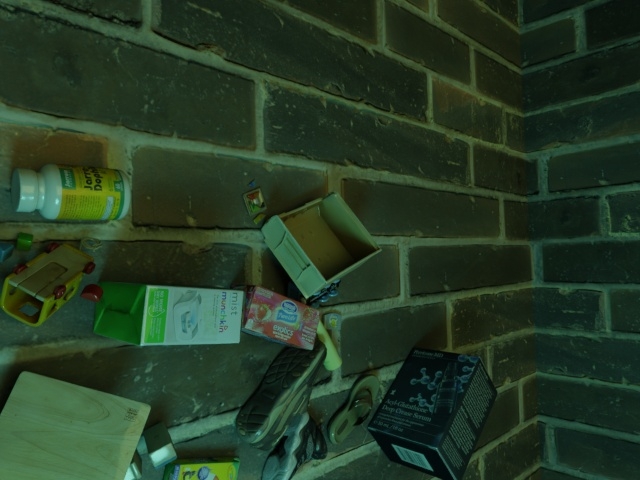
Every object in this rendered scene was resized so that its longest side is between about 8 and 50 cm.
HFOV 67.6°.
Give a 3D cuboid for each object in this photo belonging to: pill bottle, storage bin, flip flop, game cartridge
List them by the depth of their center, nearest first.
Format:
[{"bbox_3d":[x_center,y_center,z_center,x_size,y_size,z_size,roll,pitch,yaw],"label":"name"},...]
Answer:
[{"bbox_3d":[-0.527,-0.102,1.015,0.208,0.118,0.117,-1,88,-44],"label":"pill bottle"},{"bbox_3d":[0.000,0.000,1.450,0.262,0.123,0.260,-27,76,-42],"label":"storage bin"},{"bbox_3d":[0.039,0.271,1.605,0.083,0.017,0.055,10,77,-43],"label":"game cartridge"},{"bbox_3d":[0.127,0.575,1.622,0.277,0.080,0.112,-41,114,-38],"label":"flip flop"}]

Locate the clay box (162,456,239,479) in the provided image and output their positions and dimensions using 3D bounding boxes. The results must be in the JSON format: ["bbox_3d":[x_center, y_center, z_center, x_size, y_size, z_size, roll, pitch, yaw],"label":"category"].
[{"bbox_3d":[-0.297,0.631,1.228,0.222,0.053,0.127,20,74,-41],"label":"clay box"}]

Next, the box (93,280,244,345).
[{"bbox_3d":[-0.342,0.157,1.076,0.231,0.262,0.126,11,80,-44],"label":"box"}]

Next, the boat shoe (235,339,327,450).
[{"bbox_3d":[-0.098,0.447,1.400,0.355,0.132,0.130,-47,128,-26],"label":"boat shoe"}]

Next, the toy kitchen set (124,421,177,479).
[{"bbox_3d":[-0.422,0.557,1.096,0.207,0.122,0.166,-22,104,-22],"label":"toy kitchen set"}]

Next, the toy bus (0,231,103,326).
[{"bbox_3d":[-0.552,0.085,0.986,0.202,0.191,0.104,5,127,-43],"label":"toy bus"}]

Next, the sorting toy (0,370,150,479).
[{"bbox_3d":[-0.515,0.423,0.958,0.257,0.089,0.255,22,69,-15],"label":"sorting toy"}]

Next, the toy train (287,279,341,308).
[{"bbox_3d":[-0.017,0.144,1.496,0.184,0.105,0.080,-28,134,-46],"label":"toy train"}]

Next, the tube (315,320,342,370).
[{"bbox_3d":[-0.003,0.306,1.522,0.062,0.070,0.240,-71,142,-59],"label":"tube"}]

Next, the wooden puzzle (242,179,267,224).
[{"bbox_3d":[-0.191,-0.114,1.412,0.078,0.014,0.116,-38,112,-39],"label":"wooden puzzle"}]

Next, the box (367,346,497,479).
[{"bbox_3d":[0.418,0.619,1.752,0.395,0.294,0.212,-49,120,-35],"label":"box"}]

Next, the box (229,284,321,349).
[{"bbox_3d":[-0.137,0.219,1.361,0.257,0.128,0.122,29,68,-38],"label":"box"}]

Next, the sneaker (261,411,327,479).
[{"bbox_3d":[-0.065,0.649,1.416,0.153,0.101,0.268,42,57,-31],"label":"sneaker"}]
